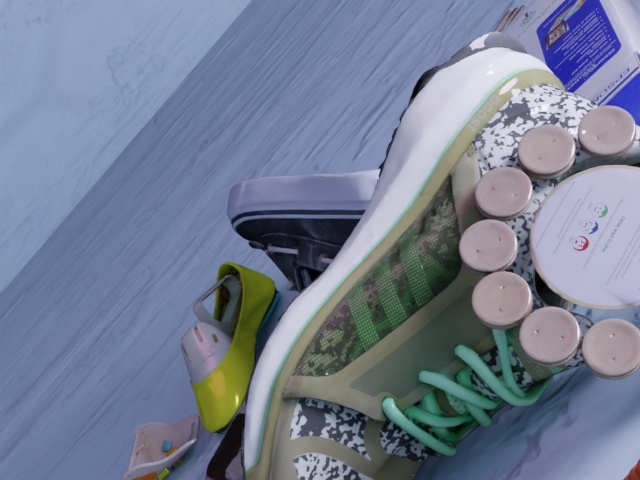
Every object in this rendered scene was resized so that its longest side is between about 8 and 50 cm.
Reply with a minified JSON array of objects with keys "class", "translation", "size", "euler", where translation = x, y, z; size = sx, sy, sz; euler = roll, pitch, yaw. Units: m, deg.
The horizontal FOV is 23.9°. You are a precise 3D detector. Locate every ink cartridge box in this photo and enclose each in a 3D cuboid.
[{"class":"ink cartridge box","translation":[0.198,-0.121,1.241],"size":[0.165,0.065,0.332],"euler":[-43,16,20]}]

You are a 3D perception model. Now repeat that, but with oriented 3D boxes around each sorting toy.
[{"class":"sorting toy","translation":[-0.148,0.203,1.476],"size":[0.075,0.045,0.083],"euler":[-37,19,16]}]

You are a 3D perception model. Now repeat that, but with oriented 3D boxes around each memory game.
[{"class":"memory game","translation":[0.175,-0.002,0.909],"size":[0.186,0.012,0.186],"euler":[-7,60,13]}]

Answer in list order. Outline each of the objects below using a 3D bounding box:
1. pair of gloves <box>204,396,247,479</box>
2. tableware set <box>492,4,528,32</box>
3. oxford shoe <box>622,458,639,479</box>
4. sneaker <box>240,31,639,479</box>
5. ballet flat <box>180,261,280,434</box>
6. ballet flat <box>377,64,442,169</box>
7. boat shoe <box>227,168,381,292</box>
[{"class":"pair of gloves","translation":[-0.029,0.155,1.188],"size":[0.204,0.042,0.240],"euler":[-64,19,-4]},{"class":"tableware set","translation":[0.185,-0.178,1.481],"size":[0.154,0.024,0.104],"euler":[-55,20,-23]},{"class":"oxford shoe","translation":[0.252,0.092,0.590],"size":[0.133,0.130,0.364],"euler":[-21,-10,-34]},{"class":"sneaker","translation":[0.092,0.063,0.982],"size":[0.182,0.158,0.410],"euler":[22,85,43]},{"class":"ballet flat","translation":[-0.099,0.099,1.506],"size":[0.077,0.077,0.231],"euler":[-39,19,30]},{"class":"ballet flat","translation":[0.093,-0.081,1.398],"size":[0.049,0.057,0.173],"euler":[-32,-32,-59]},{"class":"boat shoe","translation":[0.000,0.000,1.376],"size":[0.335,0.121,0.119],"euler":[176,92,-68]}]
